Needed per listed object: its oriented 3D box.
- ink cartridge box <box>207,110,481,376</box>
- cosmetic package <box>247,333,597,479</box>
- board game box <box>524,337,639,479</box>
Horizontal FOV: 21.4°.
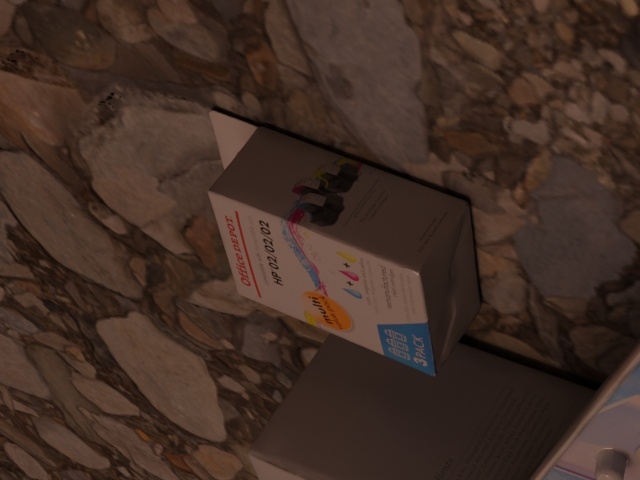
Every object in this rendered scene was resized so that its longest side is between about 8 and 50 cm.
[{"bbox_3d":[0.000,0.000,1.013,0.181,0.061,0.104,22,148,25],"label":"ink cartridge box"},{"bbox_3d":[0.100,0.186,1.100,0.224,0.138,0.224,18,146,27],"label":"cosmetic package"},{"bbox_3d":[0.285,0.195,0.842,0.390,0.050,0.390,20,142,-4],"label":"board game box"}]
